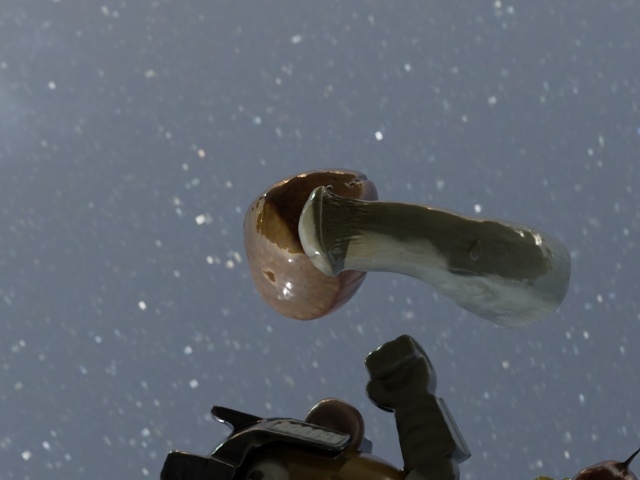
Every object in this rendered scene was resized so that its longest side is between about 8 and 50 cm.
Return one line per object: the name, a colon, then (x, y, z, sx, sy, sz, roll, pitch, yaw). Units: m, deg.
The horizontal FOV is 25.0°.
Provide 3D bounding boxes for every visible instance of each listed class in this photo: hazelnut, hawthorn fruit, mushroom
hazelnut: (0.000, 0.000, 1.433, 0.150, 0.150, 0.150, -12, -134, 13)
hawthorn fruit: (0.243, 0.203, 1.201, 0.067, 0.067, 0.103, 30, -84, 40)
mushroom: (0.091, 0.009, 1.174, 0.223, 0.092, 0.081, 14, -110, -10)

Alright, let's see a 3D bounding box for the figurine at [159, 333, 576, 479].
figurine: (0.025, 0.221, 1.058, 0.308, 0.143, 0.308, -3, -130, 3)
